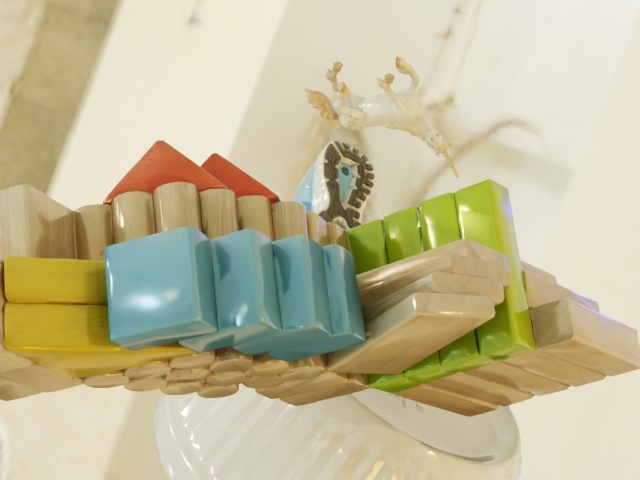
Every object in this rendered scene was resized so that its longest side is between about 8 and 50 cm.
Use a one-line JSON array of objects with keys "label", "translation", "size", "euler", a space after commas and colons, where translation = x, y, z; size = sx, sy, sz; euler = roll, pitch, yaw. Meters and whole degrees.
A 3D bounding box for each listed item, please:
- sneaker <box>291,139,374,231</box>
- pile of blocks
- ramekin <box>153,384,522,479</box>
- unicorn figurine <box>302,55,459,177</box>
[{"label": "sneaker", "translation": [0.000, 0.000, 1.228], "size": [0.063, 0.162, 0.073], "euler": [28, -37, -18]}, {"label": "pile of blocks", "translation": [-0.011, 0.005, 0.697], "size": [0.362, 0.112, 0.149], "euler": [5, -24, -31]}, {"label": "ramekin", "translation": [0.019, 0.111, 0.871], "size": [0.207, 0.109, 0.207], "euler": [30, 22, -13]}, {"label": "unicorn figurine", "translation": [0.070, -0.136, 1.564], "size": [0.162, 0.060, 0.111], "euler": [12, -33, 29]}]
